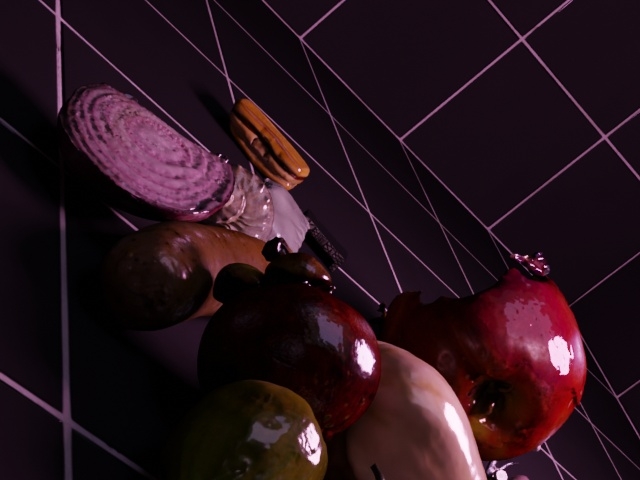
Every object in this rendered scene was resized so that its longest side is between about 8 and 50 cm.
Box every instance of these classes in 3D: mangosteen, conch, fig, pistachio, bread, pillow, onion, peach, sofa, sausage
[{"bbox_3d":[-0.045,0.116,1.481,0.215,0.215,0.258,28,43,-57],"label":"mangosteen"},{"bbox_3d":[-0.137,-0.037,1.996,0.207,0.130,0.155,79,12,-73],"label":"conch"},{"bbox_3d":[-0.097,0.242,1.299,0.233,0.167,0.167,-26,74,-36],"label":"fig"},{"bbox_3d":[0.095,0.281,1.597,0.238,0.229,0.321,-15,80,-43],"label":"pistachio"},{"bbox_3d":[-0.106,-0.187,2.454,0.200,0.077,0.116,49,16,0],"label":"bread"},{"bbox_3d":[-0.075,-0.040,2.233,0.128,0.051,0.229,46,16,-6],"label":"pillow"},{"bbox_3d":[-0.251,-0.084,1.675,0.250,0.111,0.247,34,24,-10],"label":"onion"},{"bbox_3d":[0.267,0.192,2.166,0.416,0.339,0.353,-101,-179,-65],"label":"peach"},{"bbox_3d":[0.000,0.000,2.389,0.118,0.039,0.060,48,13,-8],"label":"sofa"},{"bbox_3d":[-0.145,0.044,1.658,0.136,0.123,0.501,56,14,13],"label":"sausage"}]

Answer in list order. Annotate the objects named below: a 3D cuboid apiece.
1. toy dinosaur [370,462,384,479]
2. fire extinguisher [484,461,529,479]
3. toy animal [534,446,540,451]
[{"bbox_3d":[0.146,0.353,1.472,0.187,0.087,0.179,25,4,-45],"label":"toy dinosaur"},{"bbox_3d":[0.363,0.484,2.162,0.269,0.105,0.105,52,14,8],"label":"fire extinguisher"},{"bbox_3d":[0.333,0.279,2.518,0.307,0.266,0.188,9,-33,36],"label":"toy animal"}]
